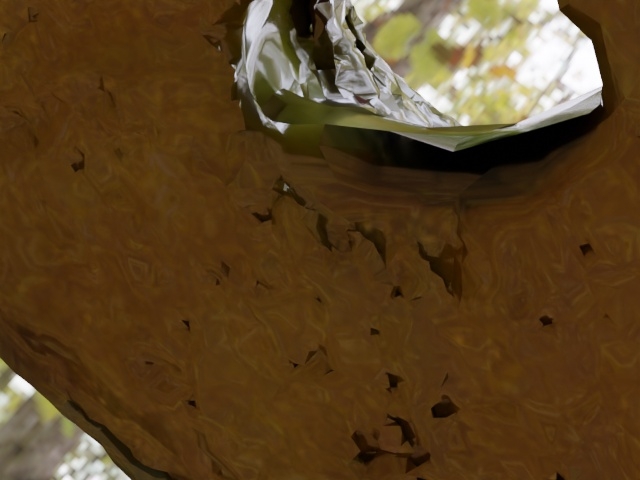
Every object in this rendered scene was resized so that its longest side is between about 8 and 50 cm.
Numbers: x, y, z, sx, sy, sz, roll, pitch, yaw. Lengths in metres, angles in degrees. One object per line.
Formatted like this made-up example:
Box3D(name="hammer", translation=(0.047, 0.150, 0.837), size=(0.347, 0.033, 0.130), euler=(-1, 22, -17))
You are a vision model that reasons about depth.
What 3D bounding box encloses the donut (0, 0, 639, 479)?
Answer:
Box3D(name="donut", translation=(0.035, -0.046, 0.416), size=(0.272, 0.107, 0.272), euler=(16, -53, 22))
